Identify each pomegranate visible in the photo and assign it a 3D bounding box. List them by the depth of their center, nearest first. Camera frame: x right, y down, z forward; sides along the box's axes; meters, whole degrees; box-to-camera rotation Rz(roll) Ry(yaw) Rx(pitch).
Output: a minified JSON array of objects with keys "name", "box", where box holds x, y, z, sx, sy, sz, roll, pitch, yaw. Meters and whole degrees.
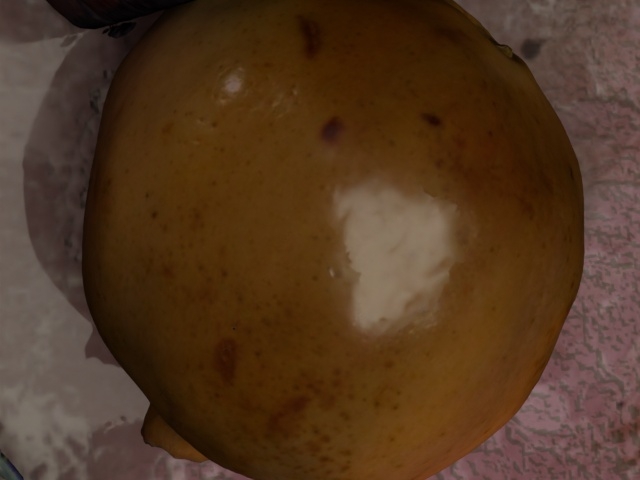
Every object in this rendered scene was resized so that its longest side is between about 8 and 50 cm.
[{"name":"pomegranate","box":[0.005,-0.005,0.515,0.233,0.233,0.233,-3,98,-19]}]

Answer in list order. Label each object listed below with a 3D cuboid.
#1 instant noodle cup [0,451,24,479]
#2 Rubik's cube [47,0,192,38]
[{"name":"instant noodle cup","box":[-0.194,0.225,0.396,0.284,0.312,0.284,-9,112,-22]},{"name":"Rubik's cube","box":[-0.055,-0.303,0.388,0.337,0.344,0.344,-46,111,-9]}]
